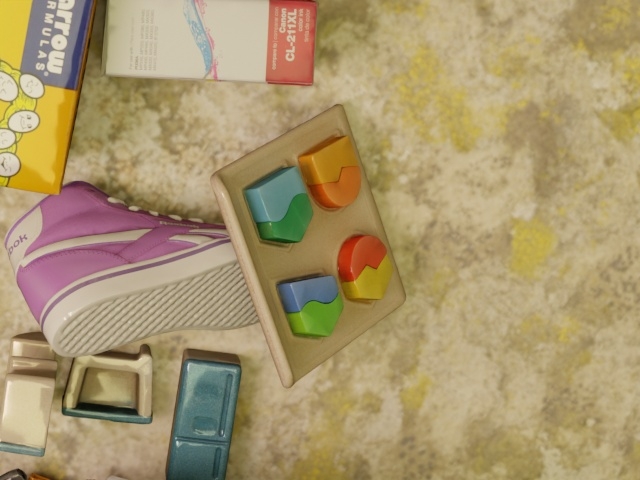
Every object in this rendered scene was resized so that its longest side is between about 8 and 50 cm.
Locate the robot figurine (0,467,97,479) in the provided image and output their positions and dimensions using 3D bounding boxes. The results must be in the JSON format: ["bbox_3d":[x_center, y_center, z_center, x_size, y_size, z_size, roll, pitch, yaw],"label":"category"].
[{"bbox_3d":[-0.263,0.341,1.592,0.211,0.085,0.291,24,98,-12],"label":"robot figurine"}]

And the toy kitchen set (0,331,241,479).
[{"bbox_3d":[-0.175,0.166,1.524,0.207,0.166,0.122,7,100,-8],"label":"toy kitchen set"}]

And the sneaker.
[{"bbox_3d":[-0.137,-0.001,1.530,0.282,0.161,0.102,-7,137,-35],"label":"sneaker"}]

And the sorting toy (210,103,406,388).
[{"bbox_3d":[0.000,0.000,1.506,0.038,0.208,0.193,-9,106,37],"label":"sorting toy"}]

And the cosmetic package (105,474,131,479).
[{"bbox_3d":[-0.058,0.449,1.427,0.393,0.327,0.329,45,67,-26],"label":"cosmetic package"}]

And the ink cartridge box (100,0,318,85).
[{"bbox_3d":[-0.097,-0.174,1.484,0.175,0.127,0.072,2,100,-8],"label":"ink cartridge box"}]

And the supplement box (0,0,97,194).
[{"bbox_3d":[-0.367,-0.173,1.416,0.357,0.195,0.194,10,100,-10],"label":"supplement box"}]
